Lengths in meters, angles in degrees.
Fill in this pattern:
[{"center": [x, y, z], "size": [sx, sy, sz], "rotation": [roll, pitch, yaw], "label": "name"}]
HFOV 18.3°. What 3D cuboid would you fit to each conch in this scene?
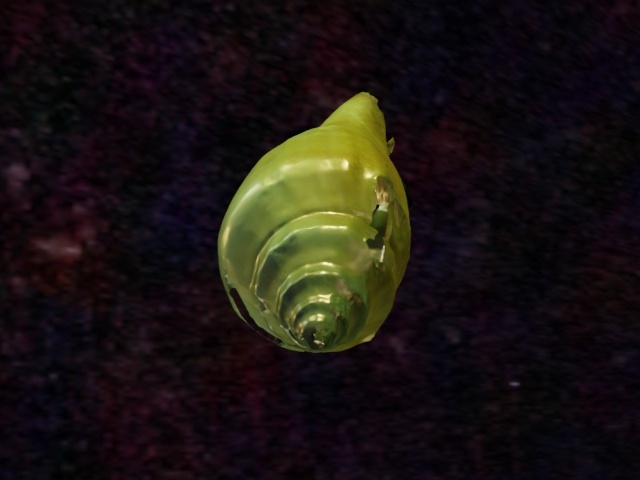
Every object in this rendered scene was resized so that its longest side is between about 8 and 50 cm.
[{"center": [0.003, -0.001, 0.874], "size": [0.079, 0.201, 0.095], "rotation": [4, 105, 14], "label": "conch"}]
